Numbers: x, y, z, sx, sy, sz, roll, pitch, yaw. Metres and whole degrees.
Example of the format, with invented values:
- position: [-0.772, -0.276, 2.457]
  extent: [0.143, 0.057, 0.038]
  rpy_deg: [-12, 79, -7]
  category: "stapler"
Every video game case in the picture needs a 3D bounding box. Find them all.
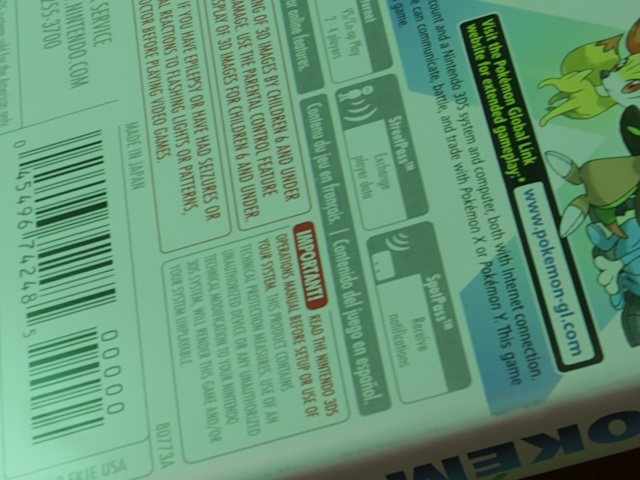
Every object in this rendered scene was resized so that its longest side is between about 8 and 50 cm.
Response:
- position: [0.037, -0.078, 0.513]
  extent: [0.300, 0.036, 0.329]
  rpy_deg: [-16, 49, 6]
  category: "video game case"
